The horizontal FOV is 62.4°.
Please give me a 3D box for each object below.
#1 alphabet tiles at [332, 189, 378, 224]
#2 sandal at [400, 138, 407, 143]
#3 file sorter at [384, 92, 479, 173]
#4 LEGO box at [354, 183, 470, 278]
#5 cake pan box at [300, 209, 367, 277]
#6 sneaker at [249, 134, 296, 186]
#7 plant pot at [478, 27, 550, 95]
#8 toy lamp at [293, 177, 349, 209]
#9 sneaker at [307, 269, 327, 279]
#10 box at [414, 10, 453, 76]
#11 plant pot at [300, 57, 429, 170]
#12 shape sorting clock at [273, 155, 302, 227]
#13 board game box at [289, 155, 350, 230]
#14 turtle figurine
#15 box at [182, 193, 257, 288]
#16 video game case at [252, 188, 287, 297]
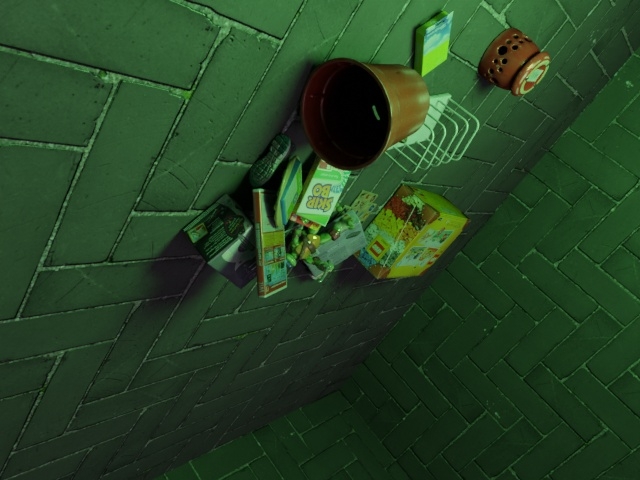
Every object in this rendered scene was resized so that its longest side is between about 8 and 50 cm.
[{"bbox_3d":[0.122,-0.091,2.030,0.198,0.009,0.237,8,123,-55],"label":"alphabet tiles"},{"bbox_3d":[0.129,-0.295,1.581,0.303,0.120,0.086,-12,117,-35],"label":"sandal"},{"bbox_3d":[0.366,-0.356,1.780,0.278,0.173,0.192,-20,147,-39],"label":"file sorter"},{"bbox_3d":[0.416,-0.027,2.369,0.372,0.193,0.500,-52,154,19],"label":"LEGO box"},{"bbox_3d":[0.042,0.021,1.999,0.267,0.070,0.245,-32,154,0],"label":"cake pan box"},{"bbox_3d":[-0.123,-0.206,1.429,0.166,0.065,0.076,-47,160,15],"label":"sneaker"},{"bbox_3d":[0.675,-0.607,1.834,0.191,0.174,0.191,-33,156,-17],"label":"plant pot"},{"bbox_3d":[-0.038,-0.150,1.632,0.275,0.080,0.080,-35,155,-21],"label":"toy lamp"},{"bbox_3d":[-0.003,0.120,2.160,0.070,0.051,0.134,-50,158,13],"label":"sneaker"},{"bbox_3d":[0.322,-0.569,1.519,0.109,0.042,0.178,-38,155,-12],"label":"box"},{"bbox_3d":[0.135,-0.343,1.377,0.265,0.272,0.272,-27,153,-46],"label":"plant pot"},{"bbox_3d":[-0.092,-0.136,1.468,0.206,0.041,0.206,19,90,-81],"label":"shape sorting clock"},{"bbox_3d":[0.008,-0.159,1.590,0.124,0.039,0.259,22,98,-39],"label":"board game box"},{"bbox_3d":[0.000,0.000,1.764,0.266,0.198,0.274,-46,175,-16],"label":"turtle figurine"},{"bbox_3d":[-0.244,0.010,1.502,0.163,0.142,0.247,-40,156,-4],"label":"box"},{"bbox_3d":[-0.138,0.003,1.466,0.025,0.284,0.204,-2,-178,13],"label":"video game case"}]
